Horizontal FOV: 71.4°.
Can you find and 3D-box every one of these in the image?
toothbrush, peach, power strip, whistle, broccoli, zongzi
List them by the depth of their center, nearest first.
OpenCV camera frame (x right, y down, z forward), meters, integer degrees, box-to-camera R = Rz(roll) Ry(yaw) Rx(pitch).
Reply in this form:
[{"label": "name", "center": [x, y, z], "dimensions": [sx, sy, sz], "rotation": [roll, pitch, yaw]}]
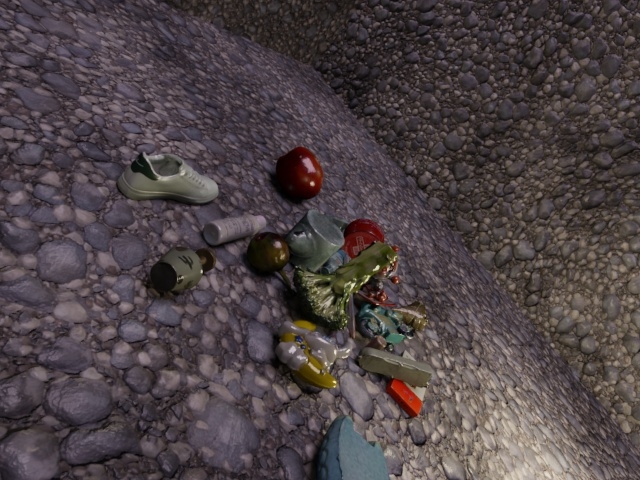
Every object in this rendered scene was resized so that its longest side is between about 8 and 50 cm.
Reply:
[{"label": "broccoli", "center": [0.099, 0.157, 1.495], "dimensions": [0.221, 0.361, 0.252], "rotation": [95, -23, -87]}, {"label": "power strip", "center": [0.253, 0.437, 1.538], "dimensions": [0.286, 0.080, 0.048], "rotation": [19, 25, -11]}, {"label": "toothbrush", "center": [0.113, 0.206, 1.714], "dimensions": [0.037, 0.028, 0.375], "rotation": [40, 35, -37]}, {"label": "whistle", "center": [-0.017, -0.024, 1.766], "dimensions": [0.188, 0.168, 0.405], "rotation": [42, 23, -6]}, {"label": "zongzi", "center": [0.381, 0.294, 1.963], "dimensions": [0.178, 0.081, 0.189], "rotation": [29, 24, -7]}, {"label": "peach", "center": [-0.093, -0.294, 2.001], "dimensions": [0.243, 0.199, 0.243], "rotation": [156, -90, -84]}]

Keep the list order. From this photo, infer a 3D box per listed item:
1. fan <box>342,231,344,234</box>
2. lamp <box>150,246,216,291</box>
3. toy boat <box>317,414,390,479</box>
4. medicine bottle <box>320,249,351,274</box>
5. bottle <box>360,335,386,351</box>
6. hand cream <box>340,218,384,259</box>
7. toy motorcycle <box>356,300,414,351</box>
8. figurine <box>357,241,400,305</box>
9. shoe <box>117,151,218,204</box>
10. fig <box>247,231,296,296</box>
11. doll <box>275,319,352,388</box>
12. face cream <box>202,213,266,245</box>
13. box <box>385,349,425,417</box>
[{"label": "fan", "center": [0.137, 0.013, 2.070], "dimensions": [0.282, 0.023, 0.057], "rotation": [43, 26, 1]}, {"label": "lamp", "center": [-0.369, 0.071, 1.224], "dimensions": [0.121, 0.121, 0.214], "rotation": [47, 19, 4]}, {"label": "toy boat", "center": [0.070, 0.603, 1.120], "dimensions": [0.215, 0.123, 0.330], "rotation": [47, 16, -13]}, {"label": "medicine bottle", "center": [0.061, 0.098, 1.817], "dimensions": [0.090, 0.053, 0.208], "rotation": [51, 29, 6]}, {"label": "bottle", "center": [0.184, 0.376, 1.558], "dimensions": [0.045, 0.096, 0.045], "rotation": [32, 29, -21]}, {"label": "hand cream", "center": [0.186, 0.009, 1.961], "dimensions": [0.193, 0.193, 0.125], "rotation": [39, 29, -10]}, {"label": "toy motorcycle", "center": [0.234, 0.318, 1.715], "dimensions": [0.296, 0.109, 0.198], "rotation": [17, 28, -38]}, {"label": "figurine", "center": [0.240, 0.119, 1.780], "dimensions": [0.160, 0.226, 0.183], "rotation": [12, 13, -46]}, {"label": "shoe", "center": [-0.457, -0.212, 1.445], "dimensions": [0.363, 0.160, 0.132], "rotation": [-4, 55, -54]}, {"label": "fig", "center": [-0.146, 0.085, 1.518], "dimensions": [0.245, 0.149, 0.149], "rotation": [61, 21, -23]}, {"label": "doll", "center": [-0.021, 0.329, 1.337], "dimensions": [0.252, 0.111, 0.237], "rotation": [30, 21, -5]}, {"label": "face cream", "center": [-0.282, -0.044, 1.529], "dimensions": [0.082, 0.082, 0.269], "rotation": [51, 29, 12]}, {"label": "box", "center": [0.321, 0.514, 1.618], "dimensions": [0.139, 0.035, 0.245], "rotation": [46, 27, 4]}]
